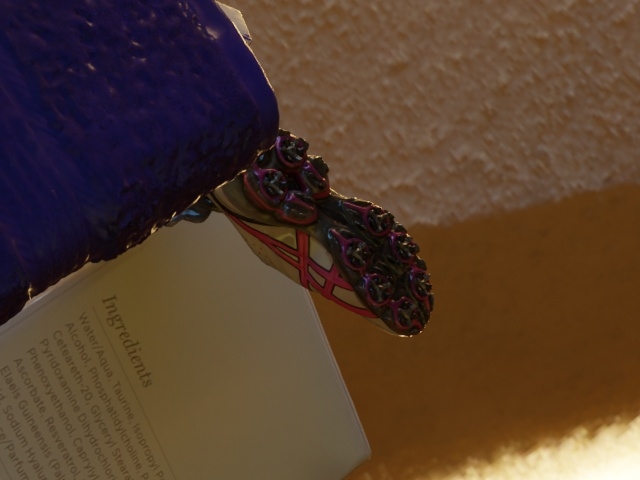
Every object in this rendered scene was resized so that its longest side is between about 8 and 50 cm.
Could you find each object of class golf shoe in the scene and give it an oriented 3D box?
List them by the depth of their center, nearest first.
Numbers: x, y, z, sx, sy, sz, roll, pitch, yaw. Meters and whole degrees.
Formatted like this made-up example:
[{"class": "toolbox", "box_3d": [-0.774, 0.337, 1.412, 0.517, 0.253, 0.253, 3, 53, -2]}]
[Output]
[{"class": "golf shoe", "box_3d": [0.000, 0.000, 1.009, 0.186, 0.067, 0.086, 44, -36, -16]}]

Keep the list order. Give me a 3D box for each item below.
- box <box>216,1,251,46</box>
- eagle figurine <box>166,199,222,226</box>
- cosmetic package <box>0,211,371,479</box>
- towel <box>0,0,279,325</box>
[{"class": "box", "box_3d": [-0.164, -0.200, 1.598, 0.126, 0.072, 0.137, 17, -59, -25]}, {"class": "eagle figurine", "box_3d": [-0.206, -0.118, 1.046, 0.226, 0.298, 0.225, -47, -52, -35]}, {"class": "cosmetic package", "box_3d": [-0.236, 0.140, 1.311, 0.394, 0.329, 0.327, -35, -63, -29]}, {"class": "towel", "box_3d": [-0.171, -0.062, 0.498, 0.076, 0.227, 0.308, -28, 7, 45]}]
